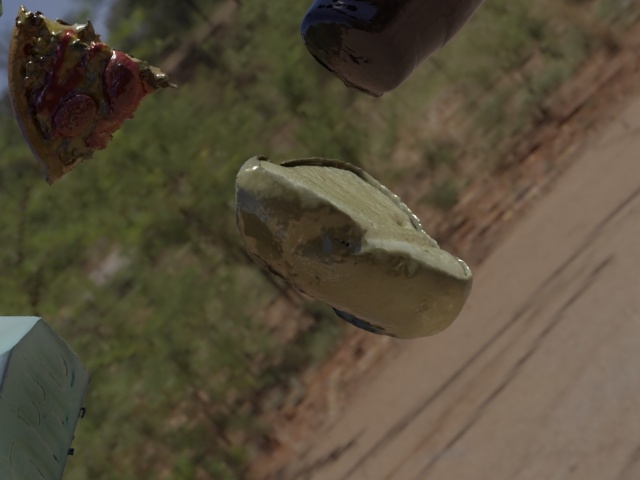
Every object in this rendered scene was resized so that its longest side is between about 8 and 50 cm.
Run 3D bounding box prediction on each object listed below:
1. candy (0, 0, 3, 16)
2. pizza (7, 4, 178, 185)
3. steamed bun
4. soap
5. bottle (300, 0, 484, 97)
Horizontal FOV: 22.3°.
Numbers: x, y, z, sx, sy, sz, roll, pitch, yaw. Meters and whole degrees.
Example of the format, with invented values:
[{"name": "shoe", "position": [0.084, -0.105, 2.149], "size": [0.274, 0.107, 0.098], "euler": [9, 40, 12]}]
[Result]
[{"name": "candy", "position": [-0.219, -0.177, 1.122], "size": [0.083, 0.023, 0.025], "euler": [-38, 52, 44]}, {"name": "pizza", "position": [-0.155, -0.100, 0.984], "size": [0.100, 0.099, 0.029], "euler": [-39, 8, -1]}, {"name": "steamed bun", "position": [0.026, 0.016, 1.453], "size": [0.231, 0.212, 0.110], "euler": [1, -57, -60]}, {"name": "soap", "position": [-0.288, 0.167, 1.452], "size": [0.091, 0.145, 0.230], "euler": [-7, 50, 19]}, {"name": "bottle", "position": [0.051, -0.121, 0.623], "size": [0.164, 0.060, 0.060], "euler": [-53, 10, -31]}]
